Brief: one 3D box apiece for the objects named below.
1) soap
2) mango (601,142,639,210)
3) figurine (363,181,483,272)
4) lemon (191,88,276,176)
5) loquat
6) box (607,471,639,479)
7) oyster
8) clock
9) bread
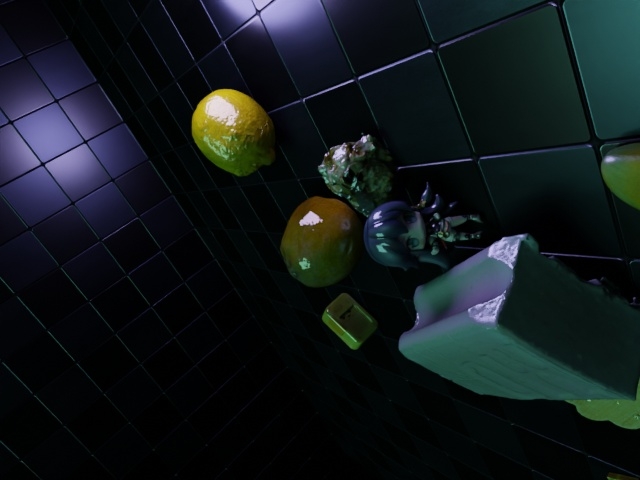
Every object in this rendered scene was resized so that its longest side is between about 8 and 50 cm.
[{"bbox_3d":[0.420,0.206,1.026,0.350,0.213,0.435,27,156,-7],"label":"soap"},{"bbox_3d":[0.537,-0.095,0.699,0.194,0.091,0.130,34,151,39],"label":"mango"},{"bbox_3d":[0.239,-0.015,1.121,0.264,0.175,0.197,11,145,-11],"label":"figurine"},{"bbox_3d":[-0.276,-0.348,1.475,0.319,0.245,0.245,39,152,9],"label":"lemon"},{"bbox_3d":[0.000,0.000,1.457,0.276,0.284,0.276,39,158,19],"label":"loquat"},{"bbox_3d":[0.897,0.729,1.284,0.156,0.022,0.089,53,154,-5],"label":"box"},{"bbox_3d":[0.133,-0.123,1.240,0.197,0.133,0.337,-12,134,32],"label":"oyster"},{"bbox_3d":[0.119,0.328,1.850,0.202,0.143,0.096,43,151,15],"label":"clock"},{"bbox_3d":[0.704,0.369,1.066,0.181,0.039,0.251,36,144,3],"label":"bread"}]
